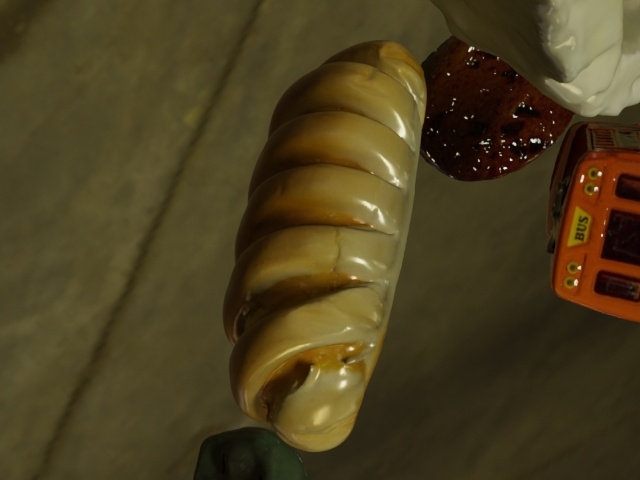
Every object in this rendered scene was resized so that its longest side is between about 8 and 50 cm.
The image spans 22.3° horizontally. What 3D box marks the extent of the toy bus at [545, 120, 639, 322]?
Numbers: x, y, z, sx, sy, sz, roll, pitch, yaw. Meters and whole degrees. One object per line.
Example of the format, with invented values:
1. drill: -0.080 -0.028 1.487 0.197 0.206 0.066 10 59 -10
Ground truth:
1. toy bus: 0.260 -0.024 1.317 0.329 0.153 0.143 -46 146 -76

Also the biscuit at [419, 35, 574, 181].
1. biscuit: 0.177 -0.143 1.653 0.192 0.049 0.192 -9 125 -13

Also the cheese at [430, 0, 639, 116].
1. cheese: 0.161 -0.218 0.812 0.292 0.153 0.332 -39 154 -18

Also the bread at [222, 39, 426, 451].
1. bread: 0.000 0.000 1.189 0.173 0.121 0.311 108 -5 -54

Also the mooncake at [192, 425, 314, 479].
1. mooncake: -0.062 0.241 1.355 0.104 0.175 0.168 -21 152 29
